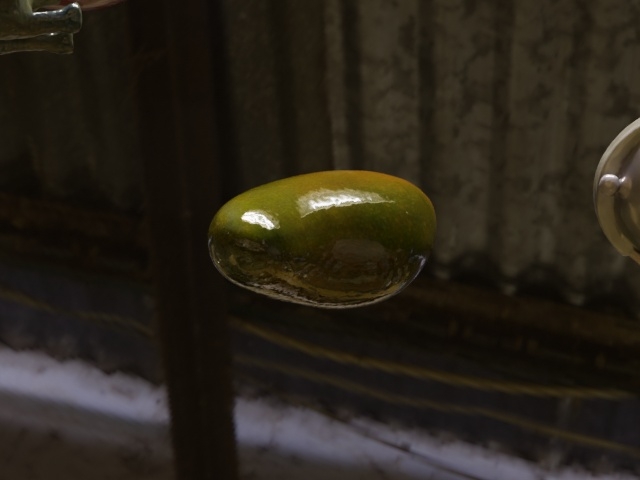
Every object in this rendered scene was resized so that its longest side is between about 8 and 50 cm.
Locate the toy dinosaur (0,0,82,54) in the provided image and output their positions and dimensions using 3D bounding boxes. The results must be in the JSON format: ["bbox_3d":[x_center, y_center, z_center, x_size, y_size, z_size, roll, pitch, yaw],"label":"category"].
[{"bbox_3d":[-0.289,-0.182,1.194,0.188,0.247,0.075,-5,-90,-17],"label":"toy dinosaur"}]

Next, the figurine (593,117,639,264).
[{"bbox_3d":[0.356,-0.049,1.395,0.236,0.141,0.163,0,-72,-13],"label":"figurine"}]

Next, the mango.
[{"bbox_3d":[-0.002,-0.003,1.436,0.146,0.289,0.129,43,-62,38],"label":"mango"}]

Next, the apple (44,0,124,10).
[{"bbox_3d":[-0.278,-0.421,1.624,0.348,0.277,0.349,-2,-81,-11],"label":"apple"}]
